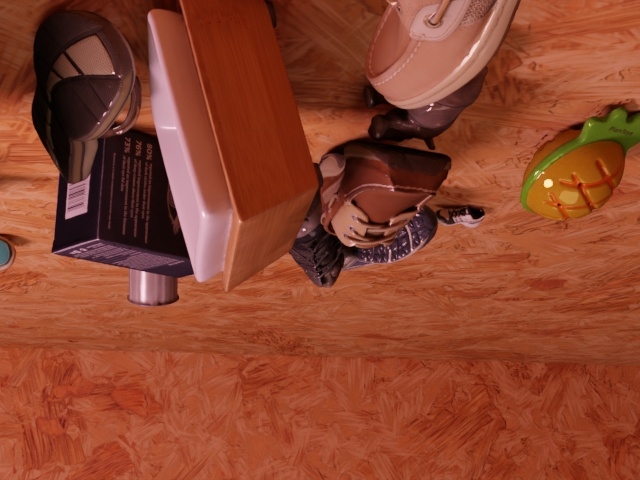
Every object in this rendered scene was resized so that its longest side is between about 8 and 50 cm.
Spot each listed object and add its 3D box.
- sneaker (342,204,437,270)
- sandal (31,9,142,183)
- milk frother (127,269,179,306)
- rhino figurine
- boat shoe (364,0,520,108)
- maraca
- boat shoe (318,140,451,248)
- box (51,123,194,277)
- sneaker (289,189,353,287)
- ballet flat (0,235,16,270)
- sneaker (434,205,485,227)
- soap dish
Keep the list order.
[{"bbox_3d":[0.091,-0.016,1.453,0.122,0.110,0.283,-11,177,-38],"label":"sneaker"},{"bbox_3d":[-0.234,-0.149,0.948,0.086,0.120,0.303,-24,177,-25],"label":"sandal"},{"bbox_3d":[-0.234,0.024,1.492,0.143,0.135,0.129,3,-164,0],"label":"milk frother"},{"bbox_3d":[0.104,-0.143,0.982,0.106,0.073,0.243,-7,169,-8],"label":"rhino figurine"},{"bbox_3d":[0.094,-0.213,0.660,0.110,0.122,0.341,10,153,-17],"label":"boat shoe"},{"bbox_3d":[0.319,-0.093,1.128,0.127,0.099,0.186,1,142,-35],"label":"maraca"},{"bbox_3d":[0.070,-0.048,1.114,0.122,0.120,0.324,7,179,-9],"label":"boat shoe"},{"bbox_3d":[-0.226,-0.044,1.204,0.108,0.153,0.207,-13,159,42],"label":"box"},{"bbox_3d":[0.000,0.000,1.356,0.130,0.087,0.227,44,167,-5],"label":"sneaker"},{"bbox_3d":[-0.662,0.021,1.623,0.248,0.086,0.086,5,164,-18],"label":"ballet flat"},{"bbox_3d":[0.218,-0.042,1.448,0.083,0.032,0.037,1,152,-22],"label":"sneaker"},{"bbox_3d":[-0.091,-0.091,0.922,0.118,0.229,0.291,-14,168,-11],"label":"soap dish"}]
